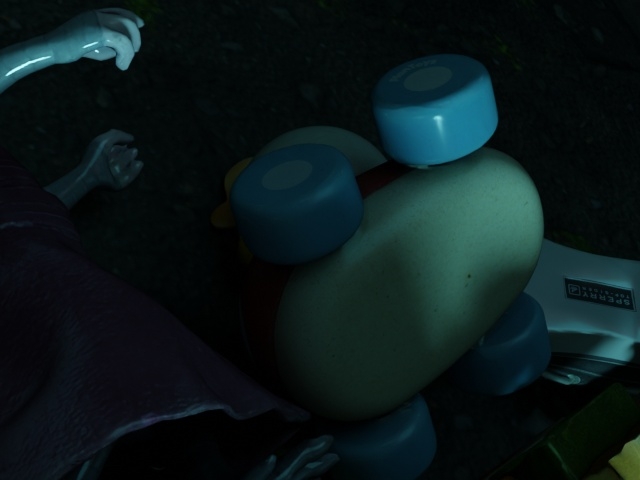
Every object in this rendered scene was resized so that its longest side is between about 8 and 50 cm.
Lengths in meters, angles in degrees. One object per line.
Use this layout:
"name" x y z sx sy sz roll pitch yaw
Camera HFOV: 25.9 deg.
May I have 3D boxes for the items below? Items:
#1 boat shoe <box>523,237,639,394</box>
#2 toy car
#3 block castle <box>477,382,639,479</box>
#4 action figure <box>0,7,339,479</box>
"boat shoe" 0.160 0.056 1.037 0.301 0.102 0.108 10 51 -8
"toy car" 0.000 0.000 0.902 0.210 0.238 0.219 -36 125 -25
"block castle" 0.210 0.241 0.801 0.303 0.213 0.453 52 37 10
"action figure" -0.173 0.026 0.724 0.276 0.248 0.370 -41 69 -13
